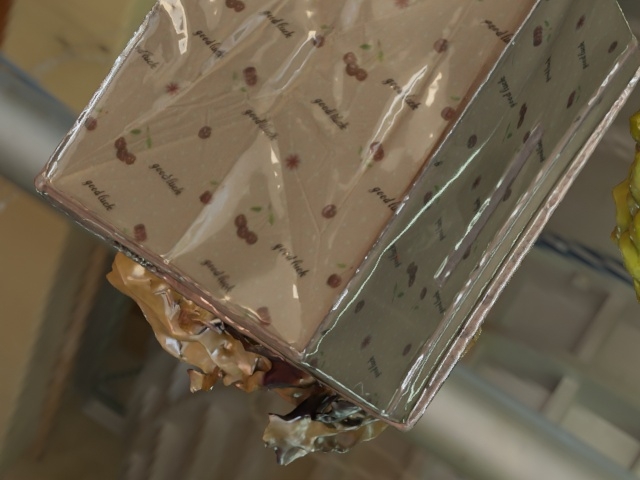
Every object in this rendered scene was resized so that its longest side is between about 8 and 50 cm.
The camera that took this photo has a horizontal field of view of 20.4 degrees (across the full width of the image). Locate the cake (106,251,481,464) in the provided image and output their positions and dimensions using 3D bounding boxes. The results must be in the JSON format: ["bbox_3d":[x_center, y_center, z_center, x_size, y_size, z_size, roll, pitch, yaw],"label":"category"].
[{"bbox_3d":[0.009,-0.002,1.359,0.332,0.332,0.321,115,-30,-49],"label":"cake"}]

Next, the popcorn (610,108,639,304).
[{"bbox_3d":[0.382,-0.030,1.412,0.312,0.312,0.312,-56,174,-10],"label":"popcorn"}]

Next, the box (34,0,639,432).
[{"bbox_3d":[0.020,-0.077,1.097,0.297,0.225,0.190,-56,153,-5],"label":"box"}]
